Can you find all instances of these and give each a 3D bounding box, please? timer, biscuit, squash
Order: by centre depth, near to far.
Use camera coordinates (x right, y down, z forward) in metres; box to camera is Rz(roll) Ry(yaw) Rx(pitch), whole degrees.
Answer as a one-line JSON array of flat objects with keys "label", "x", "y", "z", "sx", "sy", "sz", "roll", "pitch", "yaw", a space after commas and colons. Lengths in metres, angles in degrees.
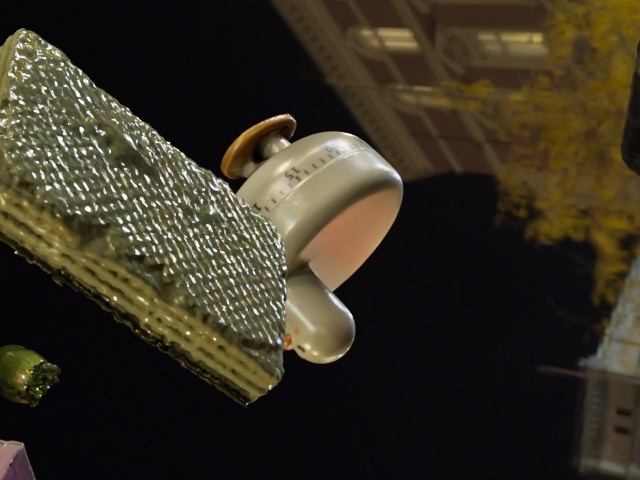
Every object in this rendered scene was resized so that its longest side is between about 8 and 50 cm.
[{"label": "biscuit", "x": -0.093, "y": -0.011, "z": 0.634, "sx": 0.199, "sy": 0.041, "sz": 0.121, "roll": 39, "pitch": -150, "yaw": -30}, {"label": "squash", "x": -0.277, "y": 0.124, "z": 1.133, "sx": 0.052, "sy": 0.183, "sz": 0.052, "roll": 0, "pitch": -89, "yaw": -22}, {"label": "timer", "x": 0.000, "y": 0.000, "z": 1.398, "sx": 0.233, "sy": 0.240, "sz": 0.233, "roll": -38, "pitch": -21, "yaw": -17}]

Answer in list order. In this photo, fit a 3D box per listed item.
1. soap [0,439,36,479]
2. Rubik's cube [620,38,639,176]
[{"label": "soap", "x": -0.415, "y": 0.349, "z": 1.486, "sx": 0.081, "sy": 0.181, "sz": 0.259, "roll": -62, "pitch": -28, "yaw": -49}, {"label": "Rubik's cube", "x": 0.316, "y": -0.114, "z": 0.415, "sx": 0.316, "sy": 0.318, "sz": 0.313, "roll": -57, "pitch": -16, "yaw": -3}]
